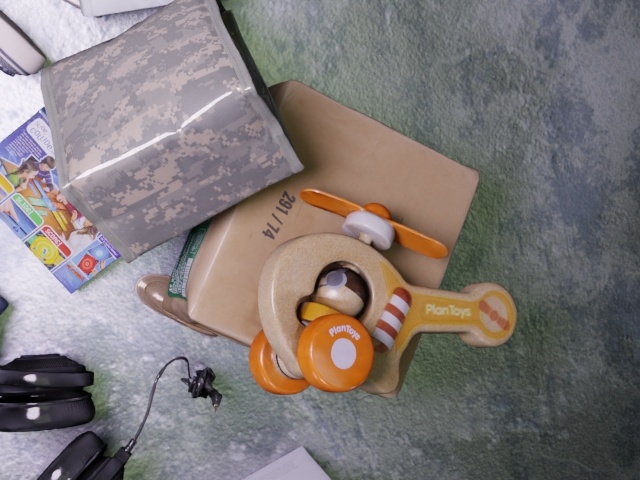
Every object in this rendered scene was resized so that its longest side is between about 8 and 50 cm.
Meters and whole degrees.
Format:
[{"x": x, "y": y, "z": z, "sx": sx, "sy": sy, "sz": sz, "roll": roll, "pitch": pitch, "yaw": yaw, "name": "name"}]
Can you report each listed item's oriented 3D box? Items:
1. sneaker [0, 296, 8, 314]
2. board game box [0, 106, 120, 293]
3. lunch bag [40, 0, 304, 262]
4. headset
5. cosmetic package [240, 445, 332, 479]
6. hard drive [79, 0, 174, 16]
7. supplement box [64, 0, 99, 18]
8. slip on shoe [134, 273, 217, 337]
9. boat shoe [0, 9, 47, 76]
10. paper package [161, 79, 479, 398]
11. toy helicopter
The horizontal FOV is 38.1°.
[{"x": -0.503, "y": 0.143, "z": 1.113, "sx": 0.153, "sy": 0.099, "sz": 0.282, "roll": 42, "pitch": 80, "yaw": -15, "name": "sneaker"}, {"x": -0.326, "y": -0.049, "z": 1.155, "sx": 0.136, "sy": 0.035, "sz": 0.201, "roll": -35, "pitch": 106, "yaw": 11, "name": "board game box"}, {"x": -0.182, "y": -0.155, "z": 1.065, "sx": 0.235, "sy": 0.287, "sz": 0.169, "roll": -28, "pitch": 138, "yaw": 5, "name": "lunch bag"}, {"x": -0.320, "y": 0.249, "z": 1.167, "sx": 0.394, "sy": 0.185, "sz": 0.243, "roll": -23, "pitch": 86, "yaw": -4, "name": "headset"}, {"x": -0.063, "y": 0.410, "z": 1.207, "sx": 0.224, "sy": 0.225, "sz": 0.138, "roll": -27, "pitch": 105, "yaw": -12, "name": "cosmetic package"}, {"x": -0.207, "y": -0.433, "z": 1.085, "sx": 0.203, "sy": 0.040, "sz": 0.307, "roll": -14, "pitch": 118, "yaw": -17, "name": "hard drive"}, {"x": -0.309, "y": -0.328, "z": 1.154, "sx": 0.098, "sy": 0.036, "sz": 0.062, "roll": 26, "pitch": 89, "yaw": -18, "name": "supplement box"}, {"x": -0.184, "y": 0.088, "z": 1.233, "sx": 0.135, "sy": 0.041, "sz": 0.051, "roll": 36, "pitch": 85, "yaw": -17, "name": "slip on shoe"}, {"x": -0.497, "y": -0.268, "z": 1.071, "sx": 0.340, "sy": 0.127, "sz": 0.158, "roll": 39, "pitch": 90, "yaw": -9, "name": "boat shoe"}, {"x": 0.000, "y": 0.000, "z": 1.194, "sx": 0.309, "sy": 0.168, "sz": 0.325, "roll": 25, "pitch": 81, "yaw": -18, "name": "paper package"}, {"x": 0.088, "y": 0.063, "z": 1.090, "sx": 0.355, "sy": 0.140, "sz": 0.235, "roll": 6, "pitch": 77, "yaw": -31, "name": "toy helicopter"}]
